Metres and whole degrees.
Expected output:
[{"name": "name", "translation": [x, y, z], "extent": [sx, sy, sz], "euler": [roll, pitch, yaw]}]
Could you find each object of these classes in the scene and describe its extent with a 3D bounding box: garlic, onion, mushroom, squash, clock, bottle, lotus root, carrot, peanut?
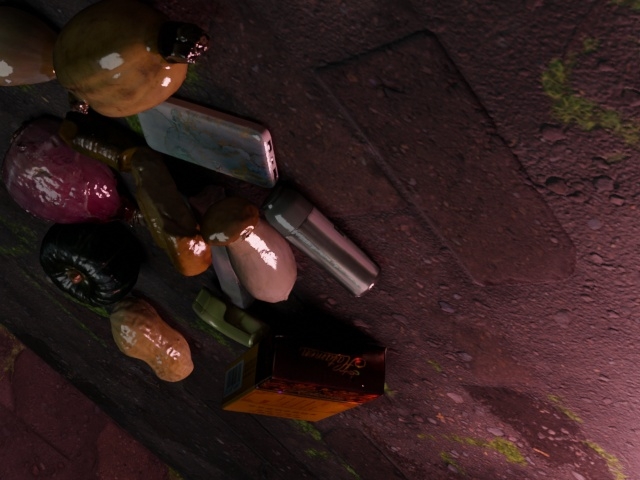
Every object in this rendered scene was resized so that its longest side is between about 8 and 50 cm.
[{"name": "garlic", "translation": [-0.576, -0.350, 1.577], "extent": [0.245, 0.145, 0.164], "euler": [12, 176, 37]}, {"name": "onion", "translation": [-0.558, -0.103, 1.879], "extent": [0.349, 0.159, 0.267], "euler": [40, 153, -9]}, {"name": "mushroom", "translation": [-0.125, 0.023, 1.638], "extent": [0.128, 0.128, 0.350], "euler": [19, 163, 25]}, {"name": "squash", "translation": [-0.568, 0.048, 2.105], "extent": [0.252, 0.165, 0.252], "euler": [22, 148, 15]}, {"name": "clock", "translation": [-0.185, 0.196, 2.002], "extent": [0.232, 0.069, 0.170], "euler": [32, 176, -23]}, {"name": "bottle", "translation": [0.000, 0.000, 1.565], "extent": [0.254, 0.079, 0.096], "euler": [41, 173, -16]}, {"name": "lotus root", "translation": [-0.293, -0.290, 1.324], "extent": [0.310, 0.182, 0.183], "euler": [-4, 134, 45]}, {"name": "carrot", "translation": [-0.438, -0.196, 1.695], "extent": [0.173, 0.082, 0.082], "euler": [29, 151, 14]}, {"name": "peanut", "translation": [-0.473, 0.285, 2.399], "extent": [0.149, 0.149, 0.313], "euler": [-4, 139, 47]}]

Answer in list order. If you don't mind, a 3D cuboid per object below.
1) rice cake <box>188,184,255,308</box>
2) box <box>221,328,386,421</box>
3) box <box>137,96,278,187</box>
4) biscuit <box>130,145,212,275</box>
[{"name": "rice cake", "translation": [-0.203, 0.022, 1.809], "extent": [0.070, 0.064, 0.399], "euler": [27, 151, 25]}, {"name": "box", "translation": [-0.048, 0.320, 1.953], "extent": [0.264, 0.115, 0.415], "euler": [12, 156, -17]}, {"name": "box", "translation": [-0.207, -0.184, 1.527], "extent": [0.285, 0.044, 0.142], "euler": [20, 144, 22]}, {"name": "biscuit", "translation": [-0.291, -0.038, 1.653], "extent": [0.274, 0.091, 0.213], "euler": [54, 165, 38]}]
